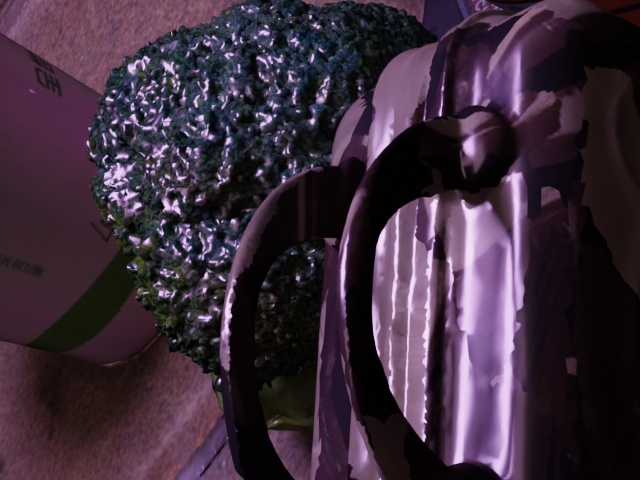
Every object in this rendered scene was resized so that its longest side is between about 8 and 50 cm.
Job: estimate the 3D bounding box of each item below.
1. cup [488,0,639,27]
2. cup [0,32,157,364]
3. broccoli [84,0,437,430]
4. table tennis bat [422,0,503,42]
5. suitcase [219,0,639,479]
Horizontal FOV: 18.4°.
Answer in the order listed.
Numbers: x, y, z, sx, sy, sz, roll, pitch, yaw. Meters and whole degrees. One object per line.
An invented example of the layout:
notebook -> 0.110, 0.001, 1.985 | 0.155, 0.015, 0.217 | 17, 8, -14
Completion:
cup -> 0.146, -0.205, 0.986 | 0.212, 0.317, 0.212 | -31, 48, 41
cup -> -0.242, -0.038, 1.461 | 0.253, 0.274, 0.253 | -27, 52, 41
broccoli -> 0.000, 0.000, 1.166 | 0.297, 0.297, 0.297 | -114, 24, -47
table tennis bat -> 0.096, -0.143, 1.281 | 0.236, 0.027, 0.150 | -44, 41, 27
suitcase -> 0.102, 0.075, 0.869 | 0.194, 0.339, 0.352 | -24, 54, 45
